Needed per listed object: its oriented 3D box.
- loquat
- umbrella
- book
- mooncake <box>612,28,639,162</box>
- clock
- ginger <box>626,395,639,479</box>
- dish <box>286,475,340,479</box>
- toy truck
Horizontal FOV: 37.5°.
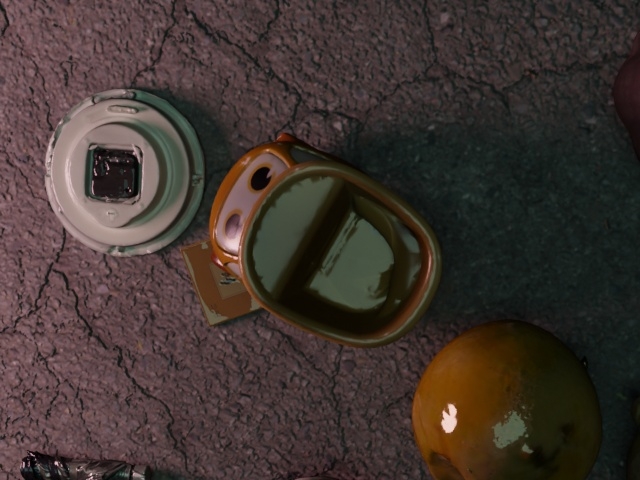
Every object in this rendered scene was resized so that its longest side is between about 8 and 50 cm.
[{"bbox_3d":[0.233,0.213,1.156,0.244,0.244,0.243,1,95,9],"label":"loquat"},{"bbox_3d":[-0.335,0.332,1.340,0.188,0.050,0.046,4,117,9],"label":"umbrella"},{"bbox_3d":[-0.095,0.037,1.293,0.172,0.012,0.118,-19,92,10],"label":"book"},{"bbox_3d":[0.510,-0.169,1.108,0.306,0.154,0.305,1,95,6],"label":"mooncake"},{"bbox_3d":[-0.276,-0.093,1.292,0.237,0.053,0.236,1,94,8],"label":"clock"},{"bbox_3d":[0.457,0.301,1.167,0.190,0.126,0.353,18,96,2],"label":"ginger"},{"bbox_3d":[-0.017,0.363,1.241,0.224,0.246,0.078,-23,46,13],"label":"dish"},{"bbox_3d":[0.000,0.000,1.167,0.288,0.211,0.204,30,93,-2],"label":"toy truck"}]
